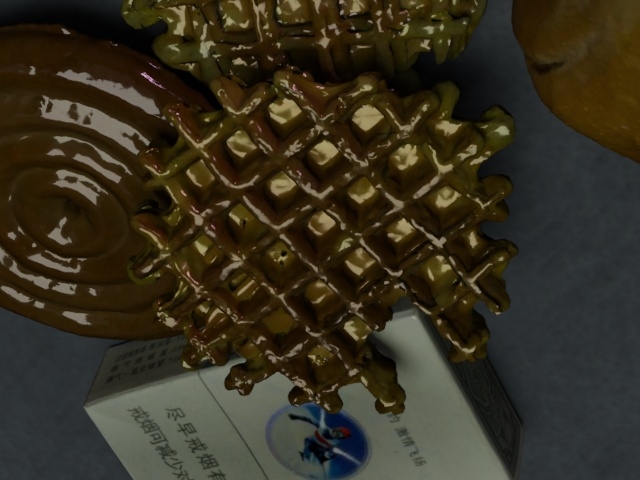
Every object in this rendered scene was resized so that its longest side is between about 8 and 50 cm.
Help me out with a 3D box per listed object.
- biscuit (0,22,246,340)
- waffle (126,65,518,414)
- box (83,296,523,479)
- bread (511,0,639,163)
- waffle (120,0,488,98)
[{"bbox_3d":[-0.158,-0.025,1.032,0.262,0.037,0.262,10,135,10],"label":"biscuit"},{"bbox_3d":[0.000,0.000,0.953,0.232,0.051,0.228,8,121,4],"label":"waffle"},{"bbox_3d":[-0.010,0.121,1.109,0.256,0.069,0.164,-17,120,23],"label":"box"},{"bbox_3d":[0.275,-0.114,0.765,0.337,0.148,0.328,27,152,-9],"label":"bread"},{"bbox_3d":[-0.015,-0.181,0.905,0.245,0.052,0.254,30,124,-9],"label":"waffle"}]
